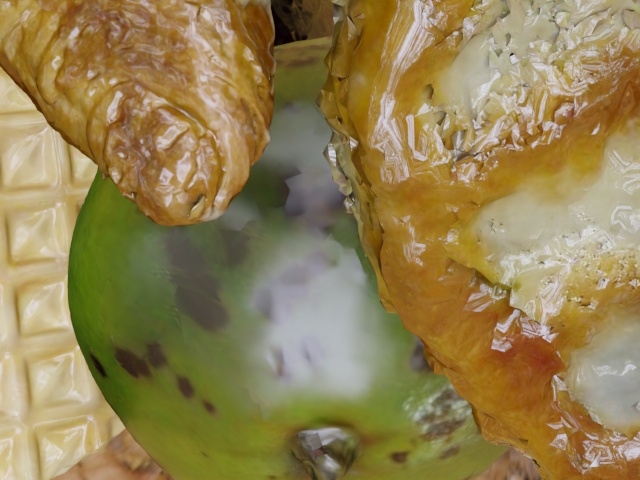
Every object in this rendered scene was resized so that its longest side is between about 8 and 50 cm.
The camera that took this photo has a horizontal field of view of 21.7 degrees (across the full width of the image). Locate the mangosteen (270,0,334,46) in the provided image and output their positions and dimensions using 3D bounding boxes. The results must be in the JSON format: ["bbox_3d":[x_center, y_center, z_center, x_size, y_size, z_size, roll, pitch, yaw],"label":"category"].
[{"bbox_3d":[-0.149,-0.127,1.050,0.382,0.382,0.435,8,119,7],"label":"mangosteen"}]

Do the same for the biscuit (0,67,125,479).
[{"bbox_3d":[-0.160,0.023,0.763,0.309,0.040,0.204,-41,99,-22],"label":"biscuit"}]

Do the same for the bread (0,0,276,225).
[{"bbox_3d":[-0.074,-0.107,0.500,0.105,0.076,0.233,-30,78,24],"label":"bread"}]

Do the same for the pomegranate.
[{"bbox_3d":[0.000,0.000,0.704,0.211,0.263,0.211,-3,131,-3],"label":"pomegranate"}]

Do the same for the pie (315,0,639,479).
[{"bbox_3d":[0.124,-0.053,0.528,0.308,0.085,0.308,-9,118,-18],"label":"pie"}]
